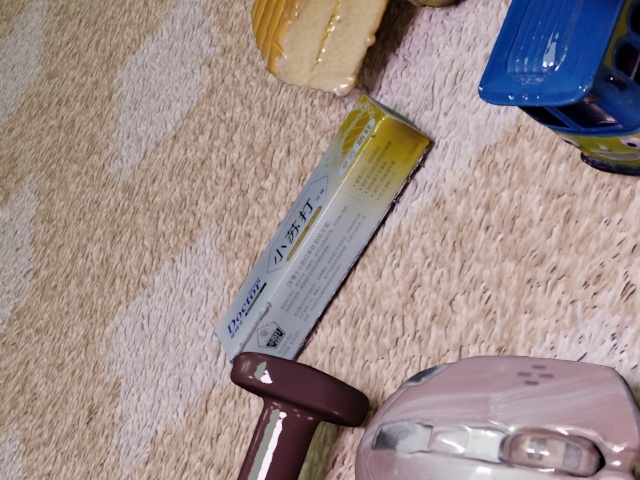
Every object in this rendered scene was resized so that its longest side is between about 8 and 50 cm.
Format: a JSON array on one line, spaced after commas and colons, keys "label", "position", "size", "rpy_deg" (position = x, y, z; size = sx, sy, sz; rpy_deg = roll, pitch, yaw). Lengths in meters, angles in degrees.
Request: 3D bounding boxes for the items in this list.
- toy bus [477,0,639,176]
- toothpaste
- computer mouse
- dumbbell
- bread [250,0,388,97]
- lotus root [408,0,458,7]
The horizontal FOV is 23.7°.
[{"label": "toy bus", "position": [0.267, -0.211, 1.262], "size": [0.138, 0.175, 0.288], "rpy_deg": [9, 75, 57]}, {"label": "toothpaste", "position": [0.000, 0.000, 1.620], "size": [0.313, 0.071, 0.089], "rpy_deg": [-58, 27, 10]}, {"label": "computer mouse", "position": [0.139, 0.177, 1.225], "size": [0.389, 0.115, 0.200], "rpy_deg": [-14, 59, 54]}, {"label": "dumbbell", "position": [-0.050, 0.225, 1.450], "size": [0.124, 0.140, 0.225], "rpy_deg": [77, -146, -78]}, {"label": "bread", "position": [0.015, -0.309, 1.716], "size": [0.239, 0.111, 0.246], "rpy_deg": [-108, 37, -64]}, {"label": "lotus root", "position": [0.145, -0.308, 1.615], "size": [0.179, 0.080, 0.089], "rpy_deg": [-37, 42, 43]}]
